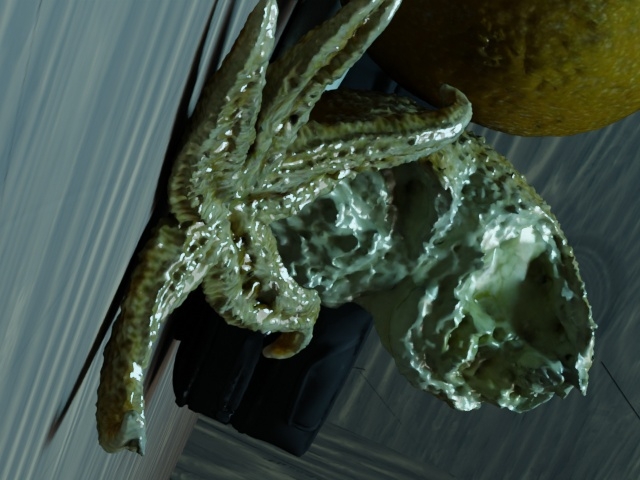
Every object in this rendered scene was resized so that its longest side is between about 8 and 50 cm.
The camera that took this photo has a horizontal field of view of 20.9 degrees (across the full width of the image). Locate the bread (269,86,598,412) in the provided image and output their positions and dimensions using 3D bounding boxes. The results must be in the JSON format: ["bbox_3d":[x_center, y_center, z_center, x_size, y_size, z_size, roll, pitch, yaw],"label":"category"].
[{"bbox_3d":[0.067,-0.010,1.278,0.171,0.314,0.192,-51,-165,22],"label":"bread"}]

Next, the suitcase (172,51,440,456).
[{"bbox_3d":[0.000,0.000,1.571,0.345,0.188,0.339,116,-3,-53],"label":"suitcase"}]

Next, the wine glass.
[{"bbox_3d":[0.019,-0.203,1.457,0.074,0.074,0.262,113,2,-57],"label":"wine glass"}]

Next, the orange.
[{"bbox_3d":[0.165,-0.247,1.243,0.357,0.322,0.322,95,15,-56],"label":"orange"}]

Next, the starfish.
[{"bbox_3d":[-0.039,-0.013,1.033,0.327,0.094,0.375,-52,159,-12],"label":"starfish"}]
